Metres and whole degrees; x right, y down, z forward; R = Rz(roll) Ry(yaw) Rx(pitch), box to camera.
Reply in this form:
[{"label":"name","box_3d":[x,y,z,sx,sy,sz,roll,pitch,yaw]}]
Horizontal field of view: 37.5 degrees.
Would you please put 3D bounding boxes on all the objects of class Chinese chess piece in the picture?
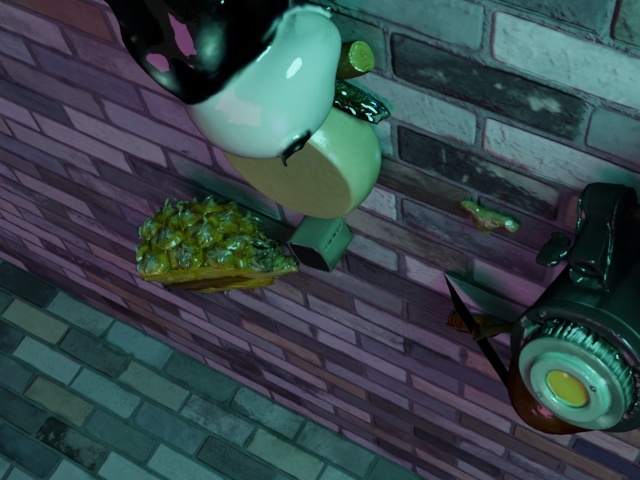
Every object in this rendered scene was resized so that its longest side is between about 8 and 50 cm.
[{"label":"Chinese chess piece","box_3d":[-0.035,-0.147,1.464,0.273,0.102,0.273,26,156,13]}]

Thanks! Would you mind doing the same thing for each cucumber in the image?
[{"label":"cucumber","box_3d":[-0.015,-0.233,1.333,0.257,0.043,0.044,30,-178,0]}]

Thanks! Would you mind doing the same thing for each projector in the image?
[{"label":"projector","box_3d":[0.000,0.000,1.746,0.083,0.082,0.083,15,151,36]}]

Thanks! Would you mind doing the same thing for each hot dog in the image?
[{"label":"hot dog","box_3d":[0.285,0.162,1.774,0.122,0.037,0.049,2,140,48]}]

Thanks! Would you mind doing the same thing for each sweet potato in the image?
[{"label":"sweet potato","box_3d":[0.022,-0.239,1.266,0.117,0.049,0.049,3,144,50]}]

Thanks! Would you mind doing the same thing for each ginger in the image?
[{"label":"ginger","box_3d":[0.252,-0.028,1.428,0.097,0.030,0.048,26,156,20]}]

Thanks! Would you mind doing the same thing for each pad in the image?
[{"label":"pad","box_3d":[0.289,0.188,1.657,0.265,0.009,0.159,56,-168,-19]}]

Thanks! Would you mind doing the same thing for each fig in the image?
[{"label":"fig","box_3d":[0.391,0.194,1.541,0.204,0.186,0.249,-9,116,46]}]

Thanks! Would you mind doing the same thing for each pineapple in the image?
[{"label":"pineapple","box_3d":[-0.178,-0.016,1.902,0.286,0.208,0.344,-11,168,18]}]

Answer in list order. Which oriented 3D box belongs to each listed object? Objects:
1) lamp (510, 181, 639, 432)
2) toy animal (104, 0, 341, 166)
[{"label":"lamp","box_3d":[0.389,0.126,1.253,0.205,0.272,0.374,12,151,44]},{"label":"toy animal","box_3d":[-0.110,-0.243,1.183,0.251,0.251,0.310,7,135,47]}]
